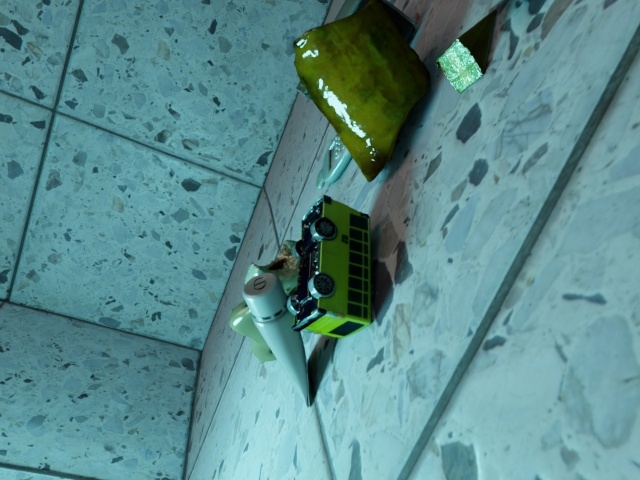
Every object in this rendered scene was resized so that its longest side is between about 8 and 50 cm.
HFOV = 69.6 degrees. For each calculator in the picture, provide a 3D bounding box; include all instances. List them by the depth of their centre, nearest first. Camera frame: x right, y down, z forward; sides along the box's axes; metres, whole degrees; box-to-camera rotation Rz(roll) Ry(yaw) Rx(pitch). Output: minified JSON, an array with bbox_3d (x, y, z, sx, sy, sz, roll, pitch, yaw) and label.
[{"bbox_3d":[0.063,-0.276,1.407,0.295,0.042,0.184,-55,22,38],"label":"calculator"}]

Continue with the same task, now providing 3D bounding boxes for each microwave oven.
[{"bbox_3d":[0.090,-0.480,1.234,0.295,0.181,0.237,-57,20,14],"label":"microwave oven"}]

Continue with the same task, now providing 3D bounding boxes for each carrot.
[{"bbox_3d":[0.106,-0.329,0.997,0.241,0.341,0.241,-34,20,14],"label":"carrot"}]

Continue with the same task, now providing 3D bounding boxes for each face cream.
[{"bbox_3d":[-0.073,0.211,1.000,0.143,0.089,0.315,-101,-10,-59],"label":"face cream"}]

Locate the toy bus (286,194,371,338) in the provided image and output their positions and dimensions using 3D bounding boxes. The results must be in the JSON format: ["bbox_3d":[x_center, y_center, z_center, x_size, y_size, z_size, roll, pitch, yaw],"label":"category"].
[{"bbox_3d":[0.026,0.054,0.940,0.128,0.149,0.262,-44,36,52],"label":"toy bus"}]

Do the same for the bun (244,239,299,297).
[{"bbox_3d":[-0.101,0.105,1.277,0.126,0.204,0.213,37,92,35],"label":"bun"}]

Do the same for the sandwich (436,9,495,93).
[{"bbox_3d":[0.274,-0.330,0.806,0.116,0.074,0.074,-42,5,-20],"label":"sandwich"}]

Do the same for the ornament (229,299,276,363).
[{"bbox_3d":[-0.144,0.243,1.251,0.245,0.230,0.061,-40,35,24],"label":"ornament"}]
